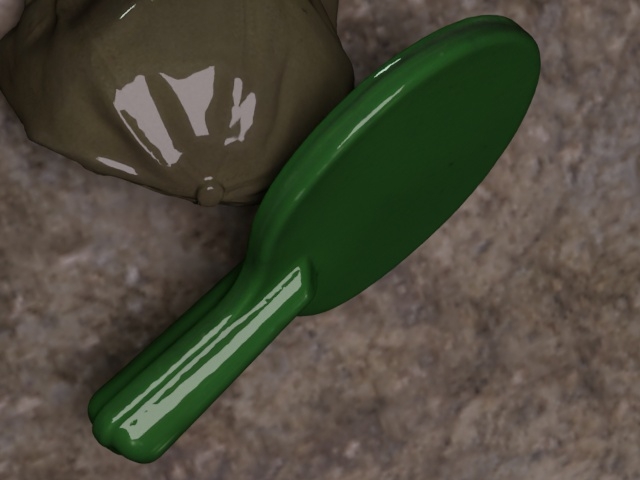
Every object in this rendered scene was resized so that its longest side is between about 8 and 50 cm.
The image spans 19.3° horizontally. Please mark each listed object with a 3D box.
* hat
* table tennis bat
[{"bbox_3d":[-0.041,-0.118,0.788,0.166,0.144,0.173,3,118,-23],"label":"hat"},{"bbox_3d":[0.000,0.000,0.815,0.257,0.160,0.039,-44,68,-7],"label":"table tennis bat"}]
